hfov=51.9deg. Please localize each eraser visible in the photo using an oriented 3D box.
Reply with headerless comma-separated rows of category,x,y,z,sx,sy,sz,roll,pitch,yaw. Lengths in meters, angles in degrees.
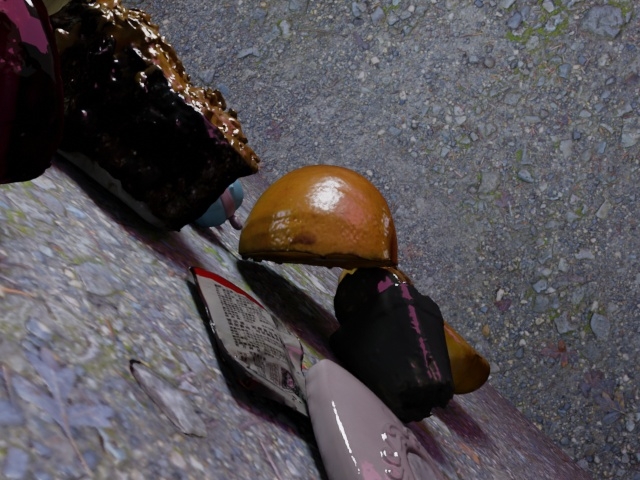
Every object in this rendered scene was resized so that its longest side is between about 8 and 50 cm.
eraser,0.063,0.208,0.629,0.204,0.059,0.243,33,19,-55

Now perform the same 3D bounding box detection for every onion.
onion,-0.264,-0.151,0.463,0.139,0.218,0.195,3,36,-36

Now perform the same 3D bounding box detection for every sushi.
sushi,-0.249,-0.176,0.849,0.348,0.207,0.234,45,-1,12

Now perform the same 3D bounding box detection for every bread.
bread,0.189,0.192,1.360,0.328,0.148,0.337,48,6,25

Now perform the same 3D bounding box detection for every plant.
plant,0.110,0.153,1.023,0.142,0.164,0.256,31,26,-46

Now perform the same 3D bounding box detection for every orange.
orange,0.003,-0.002,1.089,0.274,0.274,0.310,41,32,-3

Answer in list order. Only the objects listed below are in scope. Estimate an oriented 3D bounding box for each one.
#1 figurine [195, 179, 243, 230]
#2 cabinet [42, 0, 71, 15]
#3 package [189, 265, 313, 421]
figurine,-0.215,-0.095,1.129,0.260,0.102,0.205,44,-31,43
cabinet,-0.584,-0.479,1.197,0.215,0.148,0.175,43,5,30
package,-0.062,0.114,0.718,0.154,0.030,0.239,40,9,-33
